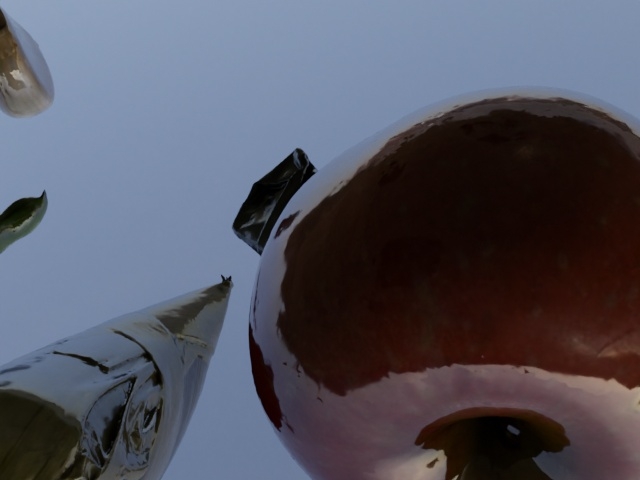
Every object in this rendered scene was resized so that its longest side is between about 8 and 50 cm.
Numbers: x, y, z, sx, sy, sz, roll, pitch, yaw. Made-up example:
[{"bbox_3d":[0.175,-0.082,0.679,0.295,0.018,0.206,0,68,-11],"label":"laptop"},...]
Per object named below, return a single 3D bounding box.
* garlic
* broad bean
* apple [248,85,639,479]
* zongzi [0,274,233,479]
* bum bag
[{"bbox_3d":[-0.463,-0.269,1.176,0.110,0.228,0.217,-30,-99,-4],"label":"garlic"},{"bbox_3d":[-0.541,0.029,1.277,0.056,0.098,0.318,35,-111,14],"label":"broad bean"},{"bbox_3d":[0.098,0.047,0.448,0.260,0.260,0.216,7,-143,13],"label":"apple"},{"bbox_3d":[-0.215,0.127,0.840,0.218,0.500,0.467,34,-115,0],"label":"zongzi"},{"bbox_3d":[0.000,0.000,0.826,0.123,0.060,0.248,-48,-138,0],"label":"bum bag"}]
